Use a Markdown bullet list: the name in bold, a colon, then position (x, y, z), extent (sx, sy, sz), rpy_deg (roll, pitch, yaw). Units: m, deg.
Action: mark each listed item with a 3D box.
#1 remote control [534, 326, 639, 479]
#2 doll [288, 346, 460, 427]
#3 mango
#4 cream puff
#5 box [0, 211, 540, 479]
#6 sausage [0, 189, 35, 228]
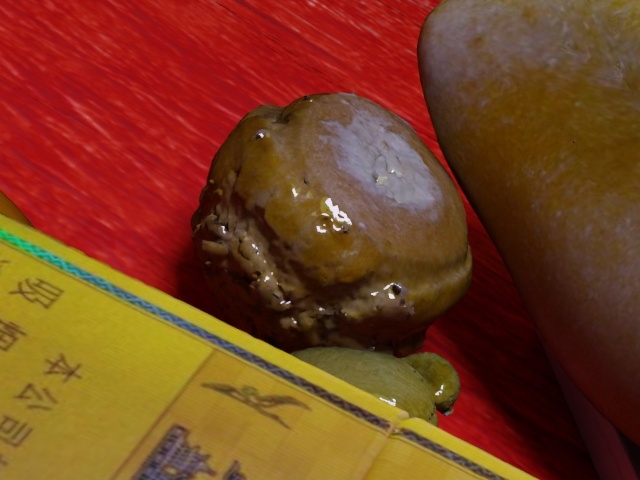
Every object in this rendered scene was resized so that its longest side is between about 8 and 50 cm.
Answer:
- **remote control**: position (0.196, 0.125, 0.938), extent (0.103, 0.034, 0.250), rpy_deg (12, 36, -24)
- **doll**: position (-0.001, 0.132, 0.742), extent (0.137, 0.097, 0.209), rpy_deg (-6, 39, 13)
- **mango**: position (0.206, 0.000, 0.889), extent (0.384, 0.199, 0.221), rpy_deg (39, 78, 16)
- **cream puff**: position (0.000, 0.000, 0.887), extent (0.150, 0.115, 0.165), rpy_deg (52, 29, 20)
- **box**: position (-0.068, 0.111, 0.567), extent (0.301, 0.084, 0.193), rpy_deg (26, 39, 10)
- **sausage**: position (-0.148, 0.039, 0.746), extent (0.098, 0.098, 0.238), rpy_deg (-4, 47, -40)
